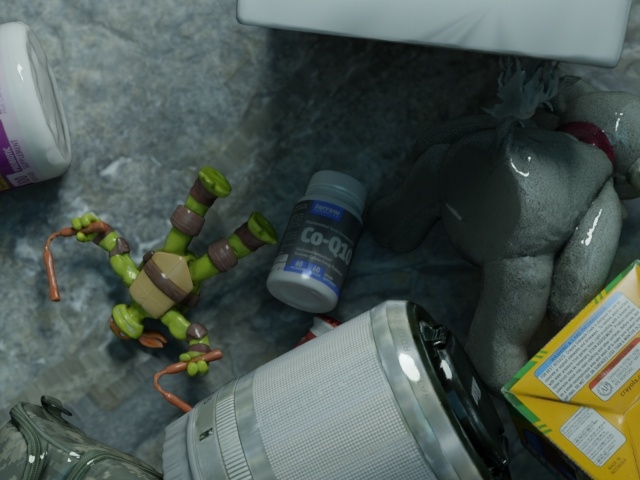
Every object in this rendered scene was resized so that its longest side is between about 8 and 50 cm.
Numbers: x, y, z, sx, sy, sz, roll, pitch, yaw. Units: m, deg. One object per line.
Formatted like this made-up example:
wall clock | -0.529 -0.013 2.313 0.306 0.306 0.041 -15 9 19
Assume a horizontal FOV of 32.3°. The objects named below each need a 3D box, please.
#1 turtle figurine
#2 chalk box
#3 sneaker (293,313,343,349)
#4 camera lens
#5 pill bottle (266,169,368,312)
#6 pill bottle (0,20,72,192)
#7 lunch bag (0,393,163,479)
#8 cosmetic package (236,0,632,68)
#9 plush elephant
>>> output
turtle figurine | -0.146 0.045 1.166 0.217 0.087 0.269 -44 78 10
chalk box | 0.309 0.179 1.068 0.180 0.289 0.179 -43 65 -6
sneaker | 0.052 0.188 1.165 0.221 0.087 0.128 37 93 15
camera lens | 0.022 0.198 1.017 0.274 0.219 0.219 -28 84 11
pill bottle | 0.000 0.000 1.167 0.078 0.078 0.137 18 66 2
pill bottle | -0.426 -0.111 1.144 0.301 0.169 0.169 -15 83 -2
lunch bag | -0.270 0.332 1.073 0.256 0.212 0.305 24 81 34
cosmetic package | 0.113 -0.377 1.018 0.327 0.394 0.330 6 112 0
plush elephant | 0.241 -0.056 1.114 0.255 0.330 0.272 -10 45 -33
